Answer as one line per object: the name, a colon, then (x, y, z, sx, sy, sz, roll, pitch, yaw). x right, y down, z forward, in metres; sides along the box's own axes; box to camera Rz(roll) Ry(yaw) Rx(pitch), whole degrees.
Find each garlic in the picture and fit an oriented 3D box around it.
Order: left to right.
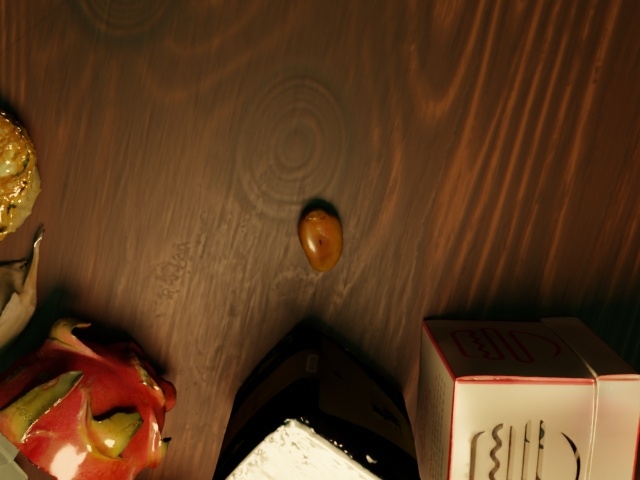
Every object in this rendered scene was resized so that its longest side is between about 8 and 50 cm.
garlic: (-0.591, 0.127, 1.549, 0.339, 0.151, 0.196, -19, 87, 0)

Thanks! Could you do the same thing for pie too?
pie: (-0.617, -0.111, 1.521, 0.315, 0.092, 0.315, 0, 97, -4)

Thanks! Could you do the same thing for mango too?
mango: (0.000, 0.000, 1.606, 0.080, 0.060, 0.114, -8, 101, -19)

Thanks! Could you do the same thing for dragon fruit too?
dragon fruit: (-0.370, 0.262, 1.523, 0.305, 0.305, 0.226, 46, 79, -12)

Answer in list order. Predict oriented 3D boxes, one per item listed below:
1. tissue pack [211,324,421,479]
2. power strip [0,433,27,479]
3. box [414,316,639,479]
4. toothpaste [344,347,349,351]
tissue pack: (-0.008, 0.340, 1.493, 0.264, 0.416, 0.253, 41, 100, -8)
power strip: (-0.582, 0.337, 1.560, 0.194, 0.059, 0.265, -11, 125, 27)
box: (0.330, 0.317, 1.573, 0.300, 0.312, 0.314, 1, 103, -5)
toothpaste: (0.038, 0.232, 1.680, 0.027, 0.019, 0.083, 6, 106, -24)
